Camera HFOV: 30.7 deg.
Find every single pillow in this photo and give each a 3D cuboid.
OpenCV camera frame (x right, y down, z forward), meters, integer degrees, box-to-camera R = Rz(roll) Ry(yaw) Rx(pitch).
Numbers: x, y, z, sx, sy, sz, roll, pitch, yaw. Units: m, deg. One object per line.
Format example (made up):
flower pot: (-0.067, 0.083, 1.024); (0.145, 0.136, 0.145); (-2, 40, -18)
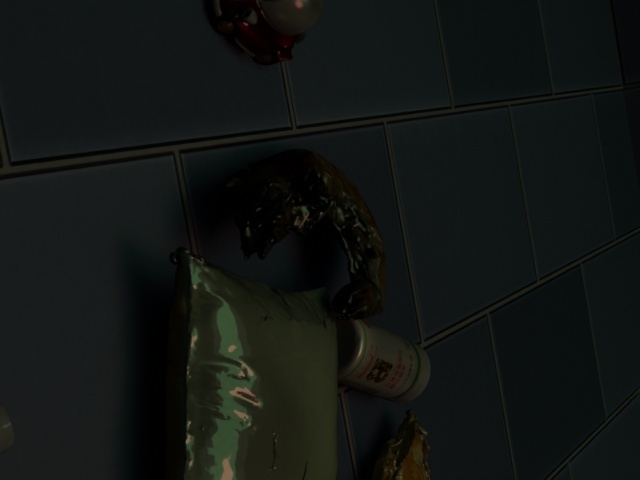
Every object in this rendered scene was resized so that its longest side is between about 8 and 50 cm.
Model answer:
pillow: (-0.066, 0.182, 1.227); (0.312, 0.119, 0.310); (19, 66, -58)

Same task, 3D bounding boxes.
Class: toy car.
toy car: (-0.049, -0.276, 1.366); (0.139, 0.112, 0.112); (43, 48, -45)

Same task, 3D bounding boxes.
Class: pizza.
pizza: (0.100, 0.363, 1.514); (0.280, 0.075, 0.288); (50, 42, -48)

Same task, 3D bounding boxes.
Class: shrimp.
shrimp: (0.000, 0.000, 1.350); (0.233, 0.071, 0.365); (58, 20, -1)

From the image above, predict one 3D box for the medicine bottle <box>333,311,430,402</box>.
medicine bottle: (0.062, 0.149, 1.479); (0.183, 0.086, 0.086); (27, 61, -53)

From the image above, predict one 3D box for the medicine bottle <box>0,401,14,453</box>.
medicine bottle: (-0.342, 0.186, 0.779); (0.352, 0.110, 0.110); (-25, 105, -58)
